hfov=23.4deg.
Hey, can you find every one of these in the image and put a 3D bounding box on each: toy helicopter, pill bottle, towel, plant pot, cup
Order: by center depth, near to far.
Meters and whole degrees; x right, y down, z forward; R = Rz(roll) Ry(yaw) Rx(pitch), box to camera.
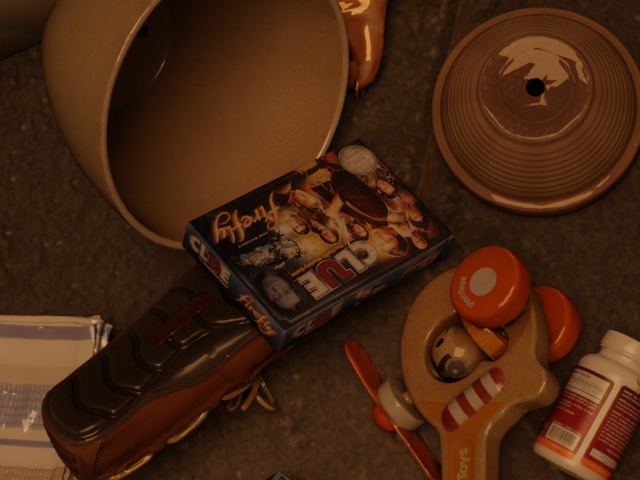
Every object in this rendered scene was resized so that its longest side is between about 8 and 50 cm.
[{"bbox_3d":[0.138,0.192,1.591,0.235,0.140,0.355,-16,57,32],"label":"toy helicopter"},{"bbox_3d":[0.292,0.174,1.605,0.086,0.086,0.152,29,85,14],"label":"pill bottle"},{"bbox_3d":[-0.167,-0.184,1.670,0.237,0.331,0.331,29,84,41],"label":"cup"},{"bbox_3d":[0.236,-0.151,1.671,0.237,0.110,0.237,-2,78,9],"label":"plant pot"},{"bbox_3d":[-0.353,0.212,1.700,0.209,0.034,0.285,2,66,17],"label":"towel"}]

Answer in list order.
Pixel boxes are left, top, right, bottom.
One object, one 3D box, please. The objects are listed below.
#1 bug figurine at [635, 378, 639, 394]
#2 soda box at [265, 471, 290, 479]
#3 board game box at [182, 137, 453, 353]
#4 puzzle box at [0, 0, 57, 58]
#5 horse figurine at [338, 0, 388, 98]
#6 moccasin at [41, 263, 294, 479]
[{"bbox_3d":[0.443,0.208,1.533,0.216,0.072,0.279,-15,77,-12],"label":"bug figurine"},{"bbox_3d":[-0.079,0.334,1.619,0.063,0.058,0.183,39,68,-2],"label":"soda box"},{"bbox_3d":[0.000,0.000,1.639,0.243,0.042,0.165,-29,64,-32],"label":"board game box"},{"bbox_3d":[-0.308,-0.317,1.719,0.409,0.272,0.052,-23,71,4],"label":"puzzle box"},{"bbox_3d":[0.048,-0.316,1.761,0.174,0.066,0.263,34,88,20],"label":"horse figurine"},{"bbox_3d":[-0.118,0.127,1.662,0.139,0.147,0.380,36,67,30],"label":"moccasin"}]
